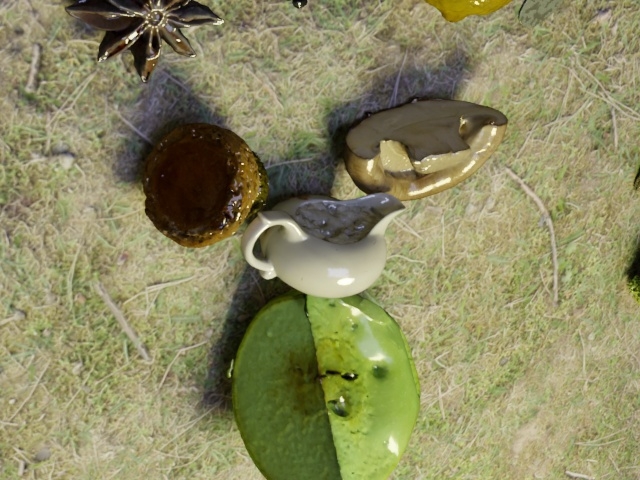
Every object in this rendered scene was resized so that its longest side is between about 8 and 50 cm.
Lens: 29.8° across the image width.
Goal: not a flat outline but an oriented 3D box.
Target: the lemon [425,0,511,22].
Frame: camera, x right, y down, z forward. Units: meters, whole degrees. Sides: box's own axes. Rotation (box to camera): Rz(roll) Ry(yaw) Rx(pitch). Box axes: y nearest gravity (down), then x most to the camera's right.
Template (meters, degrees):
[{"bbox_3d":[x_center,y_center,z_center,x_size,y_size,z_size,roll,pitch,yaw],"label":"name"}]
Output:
[{"bbox_3d":[0.229,-0.446,1.835,0.192,0.192,0.231,-2,121,-34],"label":"lemon"}]

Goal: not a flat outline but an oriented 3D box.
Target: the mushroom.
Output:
[{"bbox_3d":[0.170,-0.134,1.989,0.285,0.156,0.151,-13,132,-16],"label":"mushroom"}]

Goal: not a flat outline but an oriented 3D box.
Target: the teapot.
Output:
[{"bbox_3d":[0.000,0.000,1.888,0.298,0.204,0.139,-14,140,-40],"label":"teapot"}]

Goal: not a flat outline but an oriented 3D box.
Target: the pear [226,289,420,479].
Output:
[{"bbox_3d":[0.026,0.254,2.027,0.318,0.238,0.343,-1,78,-50],"label":"pear"}]

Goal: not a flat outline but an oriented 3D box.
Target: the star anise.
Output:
[{"bbox_3d":[-0.226,-0.330,1.648,0.231,0.089,0.209,-32,139,-11],"label":"star anise"}]

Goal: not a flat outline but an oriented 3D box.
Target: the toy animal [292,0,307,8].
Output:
[{"bbox_3d":[-0.023,-0.420,1.741,0.225,0.094,0.121,-35,119,-3],"label":"toy animal"}]

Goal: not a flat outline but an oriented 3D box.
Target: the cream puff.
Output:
[{"bbox_3d":[-0.154,-0.078,1.794,0.183,0.183,0.169,-65,157,10],"label":"cream puff"}]

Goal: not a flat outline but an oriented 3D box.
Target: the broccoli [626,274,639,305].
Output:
[{"bbox_3d":[0.740,0.071,2.465,0.176,0.198,0.226,31,61,-8],"label":"broccoli"}]

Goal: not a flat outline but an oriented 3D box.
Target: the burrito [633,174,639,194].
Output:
[{"bbox_3d":[0.686,-0.191,2.366,0.063,0.058,0.230,12,104,-40],"label":"burrito"}]

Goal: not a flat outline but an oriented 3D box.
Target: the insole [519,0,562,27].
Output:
[{"bbox_3d":[0.412,-0.443,2.083,0.193,0.006,0.065,-48,130,-5],"label":"insole"}]
